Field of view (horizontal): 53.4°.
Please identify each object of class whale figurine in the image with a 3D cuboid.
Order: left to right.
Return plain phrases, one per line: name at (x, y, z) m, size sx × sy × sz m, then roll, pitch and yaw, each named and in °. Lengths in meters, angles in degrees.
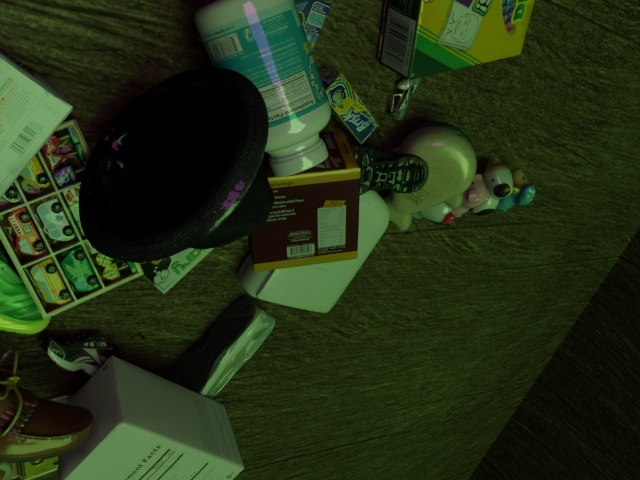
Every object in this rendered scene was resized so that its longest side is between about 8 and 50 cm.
whale figurine at (0.227, -0.147, 1.428) m, size 0.216 × 0.141 × 0.272 m, roll 29°, pitch 128°, yaw -10°

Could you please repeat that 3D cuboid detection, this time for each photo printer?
photo printer at (0.000, 0.000, 1.363) m, size 0.256 × 0.107 × 0.308 m, roll 20°, pitch 109°, yaw -47°

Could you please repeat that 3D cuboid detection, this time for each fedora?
fedora at (-0.179, -0.085, 0.897) m, size 0.334 × 0.334 × 0.152 m, roll -47°, pitch 139°, yaw 2°

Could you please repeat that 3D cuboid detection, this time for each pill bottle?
pill bottle at (-0.073, -0.233, 0.944) m, size 0.146 × 0.146 × 0.264 m, roll -28°, pitch 112°, yaw -20°

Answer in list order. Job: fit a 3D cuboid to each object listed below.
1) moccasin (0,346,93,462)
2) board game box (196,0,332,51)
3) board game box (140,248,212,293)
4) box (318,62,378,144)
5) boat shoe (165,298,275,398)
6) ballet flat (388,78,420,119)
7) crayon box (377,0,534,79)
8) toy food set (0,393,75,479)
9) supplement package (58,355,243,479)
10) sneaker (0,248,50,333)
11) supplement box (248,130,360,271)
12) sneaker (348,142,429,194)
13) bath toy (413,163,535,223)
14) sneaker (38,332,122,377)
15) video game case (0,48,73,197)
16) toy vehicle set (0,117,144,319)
moccasin at (-0.552, 0.247, 1.016) m, size 0.380 × 0.139 × 0.147 m, roll 22°, pitch 99°, yaw -14°
board game box at (-0.088, -0.357, 1.039) m, size 0.201 × 0.035 × 0.136 m, roll 4°, pitch 120°, yaw -43°
board game box at (-0.228, -0.066, 1.136) m, size 0.305 × 0.053 × 0.193 m, roll -44°, pitch 141°, yaw -9°
box at (0.045, -0.258, 1.219) m, size 0.054 × 0.059 × 0.169 m, roll -48°, pitch 141°, yaw 1°
boat shoe at (-0.228, 0.273, 1.398) m, size 0.320 × 0.118 × 0.103 m, roll -52°, pitch 136°, yaw -3°
ballet flat at (0.170, -0.303, 1.308) m, size 0.041 × 0.041 × 0.114 m, roll 0°, pitch 122°, yaw -41°
crayon box at (0.277, -0.507, 1.171) m, size 0.313 × 0.106 × 0.363 m, roll -19°, pitch 134°, yaw -28°
toy food set at (-0.598, 0.438, 1.232) m, size 0.306 × 0.092 × 0.220 m, roll -12°, pitch 130°, yaw -33°
supplement package at (-0.325, 0.384, 1.216) m, size 0.175 × 0.177 × 0.293 m, roll -45°, pitch 127°, yaw 9°
sneaker at (-0.543, 0.056, 0.965) m, size 0.295 × 0.109 × 0.124 m, roll 26°, pitch 83°, yaw -48°
supplement box at (-0.038, -0.069, 1.117) m, size 0.191 × 0.129 × 0.194 m, roll -7°, pitch 128°, yaw -8°
sneaker at (0.083, -0.140, 1.265) m, size 0.267 × 0.106 × 0.101 m, roll 5°, pitch 104°, yaw -29°
bath toy at (0.376, -0.111, 1.581) m, size 0.348 × 0.129 × 0.151 m, roll -10°, pitch 129°, yaw -34°
sneaker at (-0.445, 0.202, 1.196) m, size 0.077 × 0.072 × 0.178 m, roll -54°, pitch 149°, yaw -8°
video game case at (-0.500, -0.147, 0.800) m, size 0.269 × 0.061 × 0.244 m, roll -49°, pitch 127°, yaw 4°
toy vehicle set at (-0.399, -0.032, 0.967) m, size 0.166 × 0.035 × 0.267 m, roll -27°, pitch 114°, yaw -21°
